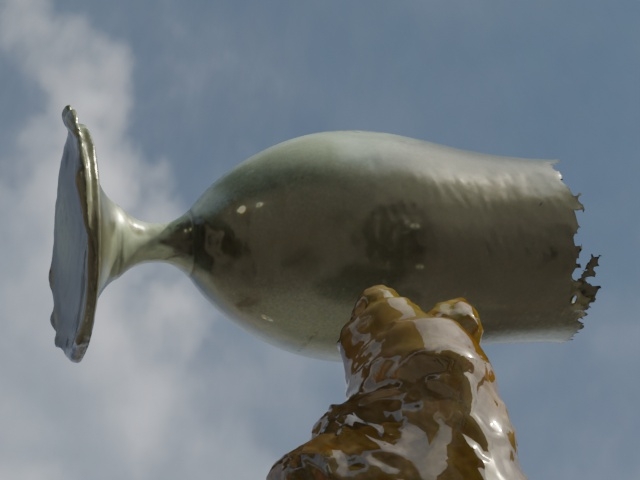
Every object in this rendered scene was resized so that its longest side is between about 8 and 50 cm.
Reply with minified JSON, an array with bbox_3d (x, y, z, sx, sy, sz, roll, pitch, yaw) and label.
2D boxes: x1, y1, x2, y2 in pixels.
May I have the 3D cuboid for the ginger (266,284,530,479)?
[{"bbox_3d":[0.082,0.152,0.618,0.166,0.333,0.080,-26,-26,-21],"label":"ginger"}]

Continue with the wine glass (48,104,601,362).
[{"bbox_3d":[0.000,0.000,0.773,0.222,0.103,0.103,1,-72,-18],"label":"wine glass"}]
